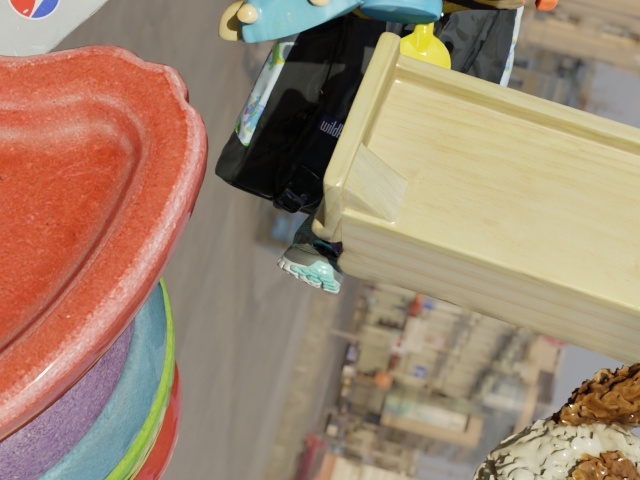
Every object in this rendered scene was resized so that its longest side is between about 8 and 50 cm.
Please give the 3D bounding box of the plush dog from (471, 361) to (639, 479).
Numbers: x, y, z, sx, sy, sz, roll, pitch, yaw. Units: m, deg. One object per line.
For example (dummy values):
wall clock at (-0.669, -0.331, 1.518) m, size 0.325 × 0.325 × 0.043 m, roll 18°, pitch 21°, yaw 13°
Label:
plush dog at (0.192, 0.199, 0.806) m, size 0.262 × 0.225 × 0.210 m, roll -54°, pitch -176°, yaw -10°

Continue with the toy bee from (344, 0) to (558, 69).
toy bee at (0.112, -0.217, 1.117) m, size 0.298 × 0.162 × 0.195 m, roll 46°, pitch -57°, yaw 59°

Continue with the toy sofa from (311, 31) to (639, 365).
toy sofa at (0.186, -0.021, 1.077) m, size 0.177 × 0.362 × 0.150 m, roll 86°, pitch 23°, yaw -68°

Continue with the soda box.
soda box at (-0.220, -0.265, 1.199) m, size 0.286 × 0.098 × 0.091 m, roll -40°, pitch -161°, yaw 5°

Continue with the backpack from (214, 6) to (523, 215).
backpack at (0.077, -0.206, 1.459) m, size 0.273 × 0.290 × 0.356 m, roll -78°, pitch -173°, yaw -62°

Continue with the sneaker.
sneaker at (0.000, 0.000, 1.239) m, size 0.166 × 0.065 × 0.076 m, roll -116°, pitch -130°, yaw -80°

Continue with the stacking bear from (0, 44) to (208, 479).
stacking bear at (-0.126, 0.048, 0.522) m, size 0.289 × 0.175 × 0.164 m, roll 80°, pitch 30°, yaw -68°

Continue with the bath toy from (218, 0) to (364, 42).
bath toy at (-0.048, -0.335, 1.019) m, size 0.129 × 0.151 × 0.348 m, roll -37°, pitch 122°, yaw -63°
